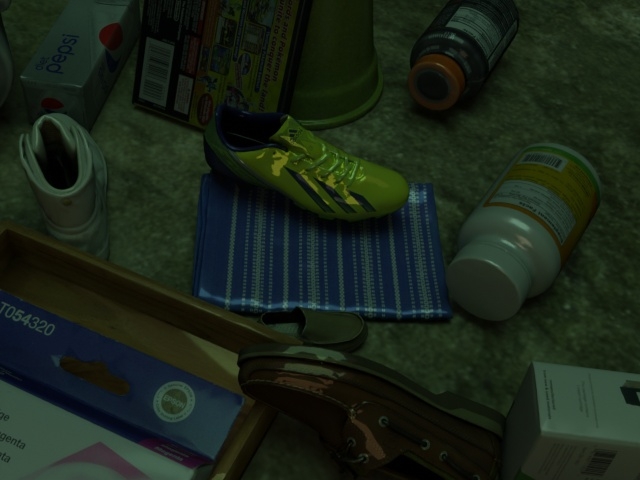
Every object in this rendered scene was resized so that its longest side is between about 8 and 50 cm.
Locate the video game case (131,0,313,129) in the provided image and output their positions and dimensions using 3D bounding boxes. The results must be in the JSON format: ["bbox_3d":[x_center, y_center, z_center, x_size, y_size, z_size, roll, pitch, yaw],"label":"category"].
[{"bbox_3d":[-0.147,-0.291,1.256,0.248,0.275,0.035,21,28,13],"label":"video game case"}]

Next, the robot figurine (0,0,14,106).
[{"bbox_3d":[-0.567,-0.302,1.261,0.300,0.200,0.353,-35,52,8],"label":"robot figurine"}]

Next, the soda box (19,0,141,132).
[{"bbox_3d":[-0.368,-0.297,1.356,0.098,0.091,0.286,10,47,2],"label":"soda box"}]

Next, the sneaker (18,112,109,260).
[{"bbox_3d":[-0.338,-0.116,1.137,0.108,0.169,0.293,-13,49,-16],"label":"sneaker"}]

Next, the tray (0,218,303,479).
[{"bbox_3d":[-0.249,0.132,0.980,0.410,0.076,0.203,20,48,14],"label":"tray"}]

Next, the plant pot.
[{"bbox_3d":[-0.021,-0.356,1.339,0.275,0.254,0.276,4,47,-4],"label":"plant pot"}]

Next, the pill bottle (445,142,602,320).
[{"bbox_3d":[0.263,-0.010,1.126,0.136,0.136,0.246,28,50,19],"label":"pill bottle"}]

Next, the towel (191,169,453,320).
[{"bbox_3d":[0.000,0.000,1.154,0.335,0.040,0.243,3,47,-4],"label":"towel"}]

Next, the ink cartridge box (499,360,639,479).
[{"bbox_3d":[0.313,0.218,0.902,0.219,0.160,0.093,7,47,-1],"label":"ink cartridge box"}]

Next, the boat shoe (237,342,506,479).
[{"bbox_3d":[0.053,0.194,0.892,0.307,0.111,0.105,19,64,-10],"label":"boat shoe"}]

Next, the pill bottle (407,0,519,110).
[{"bbox_3d":[0.228,-0.313,1.411,0.130,0.130,0.246,24,49,15],"label":"pill bottle"}]

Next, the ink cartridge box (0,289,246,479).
[{"bbox_3d":[-0.287,0.228,0.824,0.324,0.071,0.330,20,68,13],"label":"ink cartridge box"}]

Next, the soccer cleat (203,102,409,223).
[{"bbox_3d":[-0.019,-0.106,1.144,0.289,0.121,0.093,16,48,5],"label":"soccer cleat"}]

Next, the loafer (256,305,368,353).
[{"bbox_3d":[-0.012,0.109,1.041,0.147,0.050,0.056,-6,48,-12],"label":"loafer"}]
